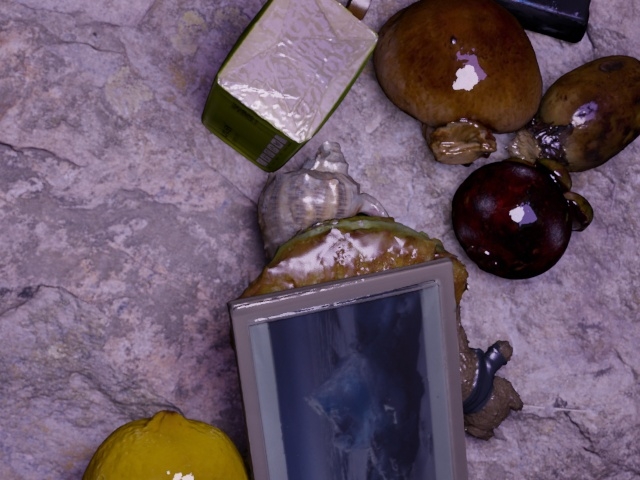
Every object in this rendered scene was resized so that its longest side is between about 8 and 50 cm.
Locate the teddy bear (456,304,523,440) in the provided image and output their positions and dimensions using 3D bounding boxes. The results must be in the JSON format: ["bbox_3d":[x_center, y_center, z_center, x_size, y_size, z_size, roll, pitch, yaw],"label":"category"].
[{"bbox_3d":[0.209,0.211,1.554,0.182,0.129,0.251,-39,101,24],"label":"teddy bear"}]

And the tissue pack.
[{"bbox_3d":[-0.055,-0.234,1.452,0.167,0.274,0.200,37,80,-7],"label":"tissue pack"}]

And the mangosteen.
[{"bbox_3d":[0.308,-0.039,1.563,0.209,0.210,0.210,1,86,-13],"label":"mangosteen"}]

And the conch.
[{"bbox_3d":[-0.005,-0.010,1.514,0.210,0.159,0.291,8,111,-28],"label":"conch"}]

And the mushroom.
[{"bbox_3d":[0.222,-0.260,1.560,0.263,0.195,0.283,-6,87,-19],"label":"mushroom"}]

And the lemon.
[{"bbox_3d":[-0.217,0.383,1.382,0.260,0.260,0.284,-17,90,-13],"label":"lemon"}]

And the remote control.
[{"bbox_3d":[0.278,-0.449,1.653,0.398,0.062,0.145,14,82,-11],"label":"remote control"}]

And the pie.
[{"bbox_3d":[0.039,0.103,1.436,0.354,0.103,0.289,-7,119,-15],"label":"pie"}]

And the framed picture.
[{"bbox_3d":[0.054,0.264,1.396,0.325,0.028,0.447,-11,107,-16],"label":"framed picture"}]

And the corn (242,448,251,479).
[{"bbox_3d":[-0.024,0.442,1.503,0.102,0.102,0.313,-33,90,-13],"label":"corn"}]

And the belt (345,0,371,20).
[{"bbox_3d":[0.068,-0.395,1.602,0.036,0.059,0.083,23,80,-10],"label":"belt"}]

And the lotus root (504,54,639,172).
[{"bbox_3d":[0.454,-0.211,1.621,0.314,0.169,0.141,-33,52,-15],"label":"lotus root"}]
